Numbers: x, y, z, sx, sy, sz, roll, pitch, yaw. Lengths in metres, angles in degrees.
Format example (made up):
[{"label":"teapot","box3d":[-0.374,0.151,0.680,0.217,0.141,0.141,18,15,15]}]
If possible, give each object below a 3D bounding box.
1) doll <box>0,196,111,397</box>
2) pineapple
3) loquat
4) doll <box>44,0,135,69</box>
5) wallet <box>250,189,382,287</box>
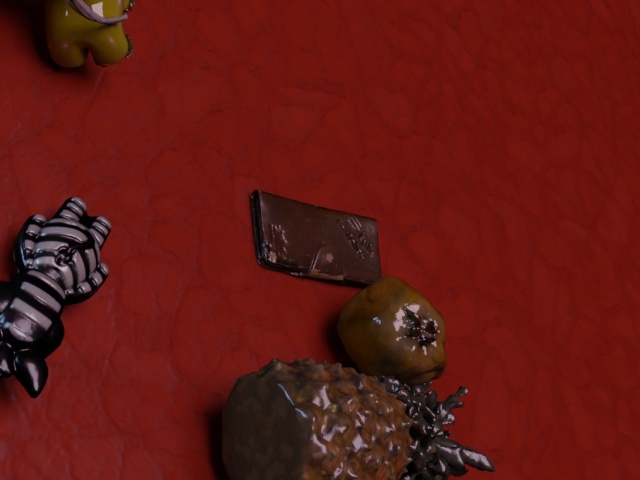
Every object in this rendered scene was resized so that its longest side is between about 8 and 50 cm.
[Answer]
[{"label":"doll","box3d":[-0.248,0.045,1.101,0.091,0.067,0.219,40,39,-16]},{"label":"pineapple","box3d":[0.060,0.197,1.250,0.340,0.169,0.169,7,62,-46]},{"label":"loquat","box3d":[0.084,0.102,1.348,0.113,0.137,0.137,-28,88,-15]},{"label":"doll","box3d":[-0.245,-0.274,1.184,0.142,0.221,0.135,-2,59,3]},{"label":"wallet","box3d":[0.000,0.000,1.402,0.176,0.026,0.095,14,60,-38]}]
